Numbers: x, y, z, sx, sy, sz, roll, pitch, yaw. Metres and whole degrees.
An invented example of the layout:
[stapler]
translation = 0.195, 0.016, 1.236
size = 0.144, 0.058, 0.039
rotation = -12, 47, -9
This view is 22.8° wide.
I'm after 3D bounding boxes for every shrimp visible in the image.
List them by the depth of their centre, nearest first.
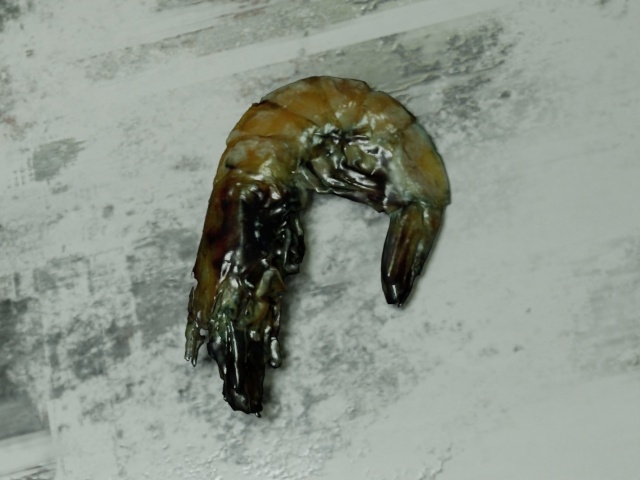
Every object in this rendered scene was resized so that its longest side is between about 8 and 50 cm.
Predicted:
[shrimp]
translation = 0.000, 0.000, 1.512
size = 0.233, 0.071, 0.364
rotation = 8, 63, 4
